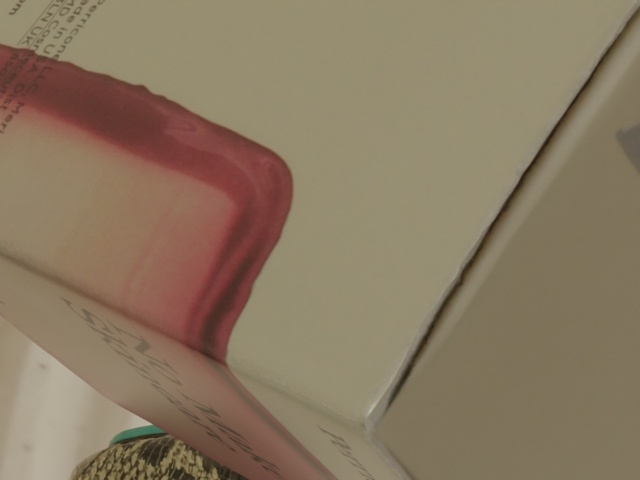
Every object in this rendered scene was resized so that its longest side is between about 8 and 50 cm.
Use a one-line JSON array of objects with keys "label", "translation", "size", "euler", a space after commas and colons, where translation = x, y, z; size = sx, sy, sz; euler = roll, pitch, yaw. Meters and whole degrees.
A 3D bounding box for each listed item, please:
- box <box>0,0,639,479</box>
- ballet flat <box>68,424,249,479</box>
[{"label": "box", "translation": [0.000, 0.000, 0.460], "size": [0.127, 0.232, 0.148], "euler": [-55, -46, -14]}, {"label": "ballet flat", "translation": [0.055, 0.150, 0.790], "size": [0.164, 0.483, 0.182], "euler": [44, -139, -37]}]
